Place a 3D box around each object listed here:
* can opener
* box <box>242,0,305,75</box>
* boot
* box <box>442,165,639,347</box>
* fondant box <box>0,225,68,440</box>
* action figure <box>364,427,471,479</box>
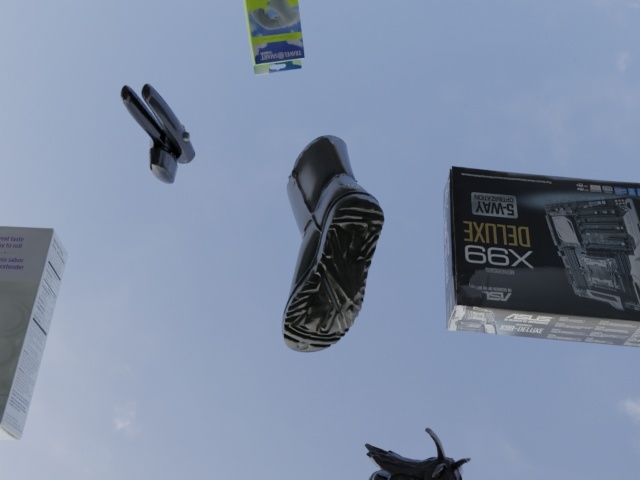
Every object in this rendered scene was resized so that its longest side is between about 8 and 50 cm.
[{"bbox_3d":[-0.197,-0.139,0.825,0.059,0.186,0.073,-8,-113,-2],"label":"can opener"},{"bbox_3d":[-0.094,-0.432,1.338,0.109,0.042,0.178,-11,-72,-11],"label":"box"},{"bbox_3d":[0.000,0.000,0.900,0.207,0.094,0.246,-111,-144,-58],"label":"boot"},{"bbox_3d":[0.332,0.020,0.941,0.308,0.076,0.242,6,-125,1],"label":"box"},{"bbox_3d":[-0.563,0.136,1.041,0.239,0.096,0.330,3,-121,-1],"label":"fondant box"},{"bbox_3d":[0.101,0.311,0.699,0.164,0.141,0.275,28,-72,25],"label":"action figure"}]
